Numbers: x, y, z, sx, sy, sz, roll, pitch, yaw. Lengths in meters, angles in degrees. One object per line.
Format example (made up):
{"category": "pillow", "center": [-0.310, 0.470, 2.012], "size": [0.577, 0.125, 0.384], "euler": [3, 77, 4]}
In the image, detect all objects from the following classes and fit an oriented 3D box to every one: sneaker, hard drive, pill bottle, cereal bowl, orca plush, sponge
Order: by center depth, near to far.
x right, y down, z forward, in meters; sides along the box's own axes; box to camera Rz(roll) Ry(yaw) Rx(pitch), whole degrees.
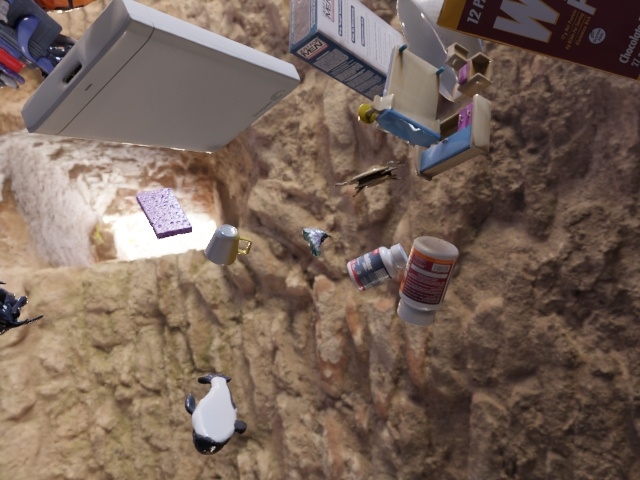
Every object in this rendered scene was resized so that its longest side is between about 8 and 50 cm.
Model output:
{"category": "hard drive", "center": [-0.214, -0.219, 0.760], "size": [0.233, 0.353, 0.047], "euler": [-30, -100, 28]}
{"category": "orca plush", "center": [-0.268, 0.416, 1.175], "size": [0.102, 0.151, 0.287], "euler": [-59, -152, 7]}
{"category": "sneaker", "center": [0.000, 0.000, 1.306], "size": [0.038, 0.069, 0.098], "euler": [103, -30, -44]}
{"category": "pill bottle", "center": [0.280, 0.110, 1.348], "size": [0.121, 0.121, 0.221], "euler": [-124, -138, -59]}
{"category": "cereal bowl", "center": [0.365, -0.584, 1.455], "size": [0.338, 0.141, 0.339], "euler": [57, 7, -11]}
{"category": "pill bottle", "center": [0.188, 0.083, 1.621], "size": [0.108, 0.180, 0.108], "euler": [57, 16, -26]}
{"category": "sponge", "center": [-0.513, -0.091, 1.651], "size": [0.210, 0.117, 0.031], "euler": [52, -37, 33]}

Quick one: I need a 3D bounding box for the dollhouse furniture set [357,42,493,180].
{"category": "dollhouse furniture set", "center": [0.213, -0.322, 1.168], "size": [0.198, 0.304, 0.286], "euler": [-24, -128, 57]}

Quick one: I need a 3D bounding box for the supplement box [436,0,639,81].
{"category": "supplement box", "center": [0.245, -0.233, 0.465], "size": [0.191, 0.194, 0.129], "euler": [28, -62, 24]}

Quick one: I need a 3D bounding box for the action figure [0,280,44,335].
{"category": "action figure", "center": [-0.661, 0.123, 0.920], "size": [0.140, 0.276, 0.164], "euler": [-64, 180, 8]}

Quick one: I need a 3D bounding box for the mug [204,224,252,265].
{"category": "mug", "center": [-0.179, 0.002, 0.970], "size": [0.062, 0.078, 0.064], "euler": [43, -52, 23]}

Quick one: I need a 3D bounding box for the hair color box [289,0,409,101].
{"category": "hair color box", "center": [0.083, -0.491, 1.269], "size": [0.105, 0.347, 0.173], "euler": [-17, -114, 43]}

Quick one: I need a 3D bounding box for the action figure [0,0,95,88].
{"category": "action figure", "center": [-0.479, -0.373, 0.867], "size": [0.179, 0.330, 0.341], "euler": [21, -19, 29]}

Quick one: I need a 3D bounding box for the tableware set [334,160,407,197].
{"category": "tableware set", "center": [0.120, -0.126, 1.071], "size": [0.039, 0.128, 0.194], "euler": [69, 21, 0]}
